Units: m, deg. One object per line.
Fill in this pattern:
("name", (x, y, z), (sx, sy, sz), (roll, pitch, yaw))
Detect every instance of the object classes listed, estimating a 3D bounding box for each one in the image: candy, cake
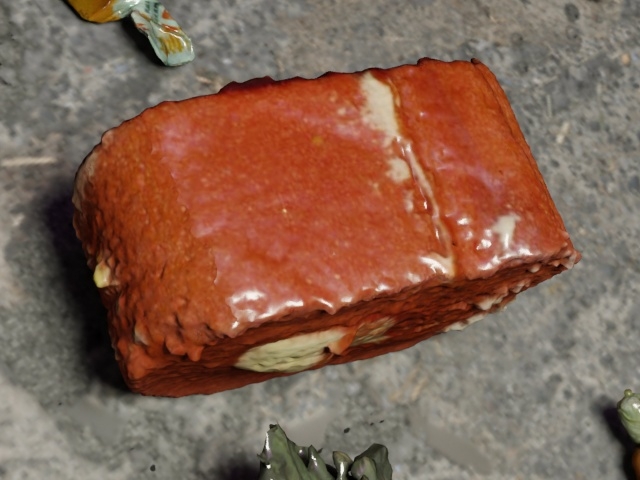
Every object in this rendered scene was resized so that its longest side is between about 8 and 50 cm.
("candy", (-0.151, -0.181, 0.970), (0.182, 0.046, 0.053), (44, 51, 8))
("cake", (0.000, 0.000, 0.854), (0.283, 0.177, 0.151), (-14, 68, -25))

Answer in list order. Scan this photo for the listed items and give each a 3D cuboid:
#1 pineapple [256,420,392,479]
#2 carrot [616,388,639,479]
("pineapple", (0.117, 0.211, 0.777), (0.362, 0.202, 0.202), (27, 53, 1))
("carrot", (0.300, 0.222, 0.930), (0.336, 0.069, 0.069), (49, 54, 5))
